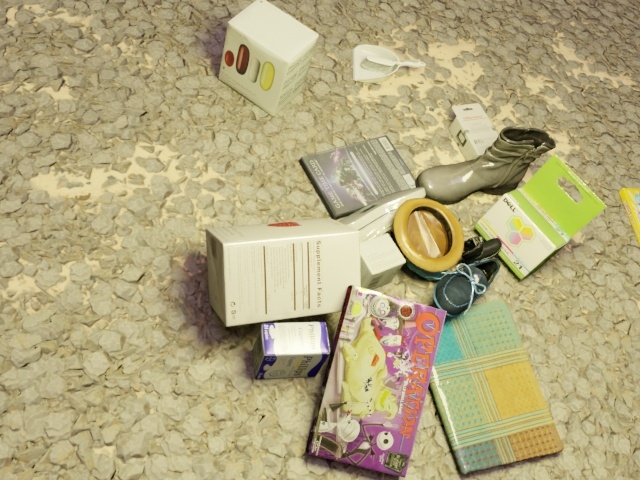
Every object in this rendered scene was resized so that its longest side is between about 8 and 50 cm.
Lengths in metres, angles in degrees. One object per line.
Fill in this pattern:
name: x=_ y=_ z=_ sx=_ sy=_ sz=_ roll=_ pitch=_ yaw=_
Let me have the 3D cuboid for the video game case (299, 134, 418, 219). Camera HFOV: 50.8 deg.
video game case: x=0.107 y=-0.170 z=1.767 sx=0.274 sy=0.026 sz=0.196 roll=-18 pitch=65 yaw=-25

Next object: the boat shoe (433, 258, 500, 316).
boat shoe: x=0.346 y=0.090 z=1.583 sx=0.109 sy=0.089 sz=0.258 roll=50 pitch=37 yaw=3

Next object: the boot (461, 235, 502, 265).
boot: x=0.394 y=0.016 z=1.665 sx=0.121 sy=0.099 sz=0.045 roll=-29 pitch=61 yaw=2

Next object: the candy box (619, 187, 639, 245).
candy box: x=0.945 y=-0.061 z=1.948 sx=0.105 sy=0.027 sz=0.206 roll=1 pitch=58 yaw=-12

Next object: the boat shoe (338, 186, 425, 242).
boat shoe: x=0.160 y=-0.051 z=1.668 sx=0.267 sy=0.096 sz=0.088 roll=-29 pitch=106 yaw=-29

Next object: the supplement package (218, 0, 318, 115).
supplement package: x=-0.142 y=-0.483 z=1.783 sx=0.194 sy=0.203 sz=0.149 roll=34 pitch=55 yaw=7

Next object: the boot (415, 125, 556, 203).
boot: x=0.427 y=-0.212 z=1.764 sx=0.338 sy=0.223 sz=0.118 roll=-11 pitch=63 yaw=-25

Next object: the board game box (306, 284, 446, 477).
board game box: x=0.114 y=0.283 z=1.369 sx=0.208 sy=0.056 sz=0.347 roll=16 pitch=84 yaw=-11

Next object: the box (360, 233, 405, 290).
box: x=0.124 y=0.055 z=1.580 sx=0.102 sy=0.101 sz=0.087 roll=-19 pitch=65 yaw=-28

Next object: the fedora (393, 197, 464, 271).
fedora: x=0.251 y=-0.007 z=1.627 sx=0.194 sy=0.079 sz=0.194 roll=7 pitch=65 yaw=-15

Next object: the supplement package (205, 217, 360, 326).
supplement package: x=-0.081 y=0.059 z=1.432 sx=0.292 sy=0.177 sz=0.175 roll=-5 pitch=103 yaw=-21

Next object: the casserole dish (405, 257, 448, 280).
casserole dish: x=0.277 y=0.026 z=1.685 sx=0.114 sy=0.037 sz=0.188 roll=29 pitch=56 yaw=2

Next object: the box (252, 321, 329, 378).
box: x=-0.063 y=0.229 z=1.397 sx=0.137 sy=0.126 sz=0.072 roll=0 pitch=57 yaw=-16

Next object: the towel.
towel: x=0.368 y=0.319 z=1.526 sx=0.271 sy=0.040 sz=0.370 roll=-5 pitch=61 yaw=-20

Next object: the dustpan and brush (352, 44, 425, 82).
dustpan and brush: x=0.204 y=-0.524 z=2.000 sx=0.211 sy=0.060 sz=0.147 roll=8 pitch=56 yaw=-12

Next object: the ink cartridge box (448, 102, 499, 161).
ink cartridge box: x=0.443 y=-0.303 z=1.930 sx=0.104 sy=0.060 sz=0.180 roll=-11 pitch=62 yaw=-22

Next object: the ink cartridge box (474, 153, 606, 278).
ink cartridge box: x=0.540 y=-0.059 z=1.677 sx=0.097 sy=0.255 sz=0.189 roll=-20 pitch=65 yaw=-45
